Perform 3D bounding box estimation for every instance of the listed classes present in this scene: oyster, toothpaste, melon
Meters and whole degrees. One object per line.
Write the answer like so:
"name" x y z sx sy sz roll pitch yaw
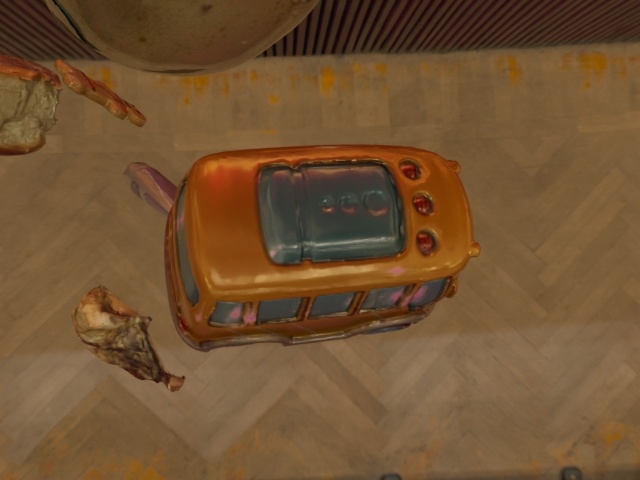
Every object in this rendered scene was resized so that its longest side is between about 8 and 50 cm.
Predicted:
"oyster" -0.331 0.169 0.970 0.100 0.275 0.271 -50 122 -18
"toothpaste" -0.345 -0.093 1.301 0.125 0.371 0.079 9 106 -47
"melon" -0.130 -0.297 0.548 0.269 0.330 0.268 13 72 -45

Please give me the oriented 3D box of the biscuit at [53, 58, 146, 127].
"biscuit" -0.489 -0.327 1.285 0.030 0.234 0.153 -47 54 9

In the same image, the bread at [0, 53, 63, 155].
"bread" -0.758 -0.313 1.295 0.279 0.250 0.224 6 110 -36

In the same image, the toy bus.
"toy bus" 0.000 0.000 0.390 0.210 0.136 0.125 -4 72 -15
